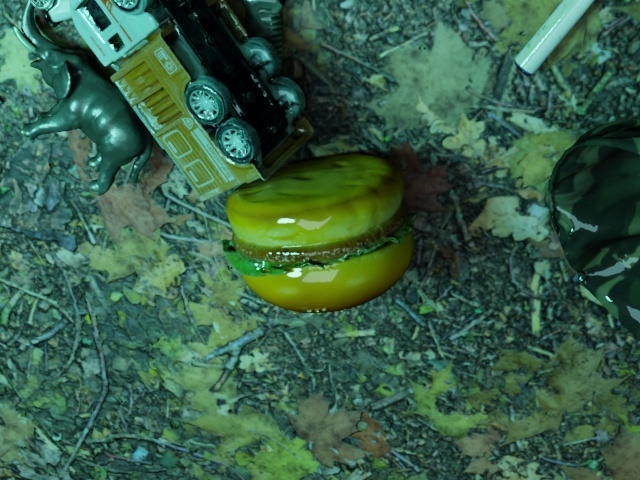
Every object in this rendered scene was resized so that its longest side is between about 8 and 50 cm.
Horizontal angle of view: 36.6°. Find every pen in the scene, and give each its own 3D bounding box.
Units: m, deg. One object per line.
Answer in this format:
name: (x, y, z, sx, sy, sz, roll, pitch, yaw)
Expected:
pen: (0.314, -0.298, 1.101, 0.033, 0.033, 0.269, 33, 119, -9)

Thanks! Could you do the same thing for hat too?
hat: (0.491, -0.054, 1.158, 0.381, 0.257, 0.366, -23, 148, -17)

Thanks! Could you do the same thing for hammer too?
hammer: (-0.073, -0.259, 1.188, 0.158, 0.041, 0.227, 11, 119, 6)

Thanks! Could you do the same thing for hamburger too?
hamburger: (0.002, 0.000, 1.205, 0.245, 0.246, 0.170, -9, 108, 15)

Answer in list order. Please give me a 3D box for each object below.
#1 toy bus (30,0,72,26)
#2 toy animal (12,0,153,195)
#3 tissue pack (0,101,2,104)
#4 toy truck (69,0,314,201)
toy bus: (-0.318, -0.362, 1.153, 0.088, 0.087, 0.194, -13, 115, 10)
toy animal: (-0.325, -0.182, 1.256, 0.137, 0.082, 0.269, -35, 104, 22)
tissue pack: (-0.507, -0.178, 1.321, 0.138, 0.028, 0.085, -37, 110, 21)
toy truck: (-0.159, -0.203, 1.141, 0.162, 0.136, 0.305, -22, 109, 42)
